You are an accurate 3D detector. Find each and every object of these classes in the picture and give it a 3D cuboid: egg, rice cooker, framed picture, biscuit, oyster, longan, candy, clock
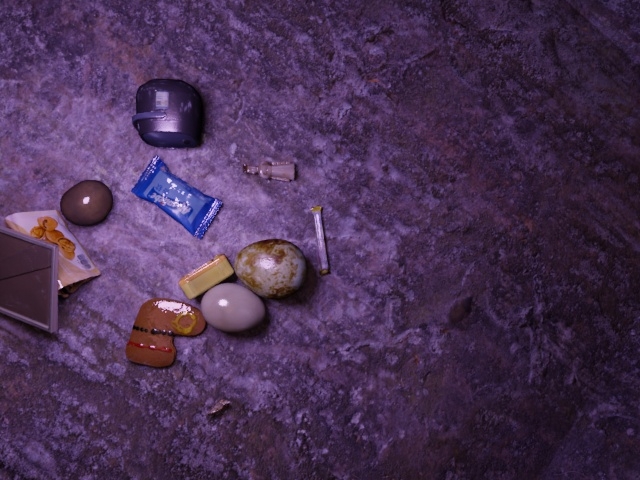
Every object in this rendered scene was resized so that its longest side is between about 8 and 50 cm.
[{"bbox_3d":[-0.336,0.263,1.643,0.253,0.188,0.189,13,85,-16],"label":"egg"},{"bbox_3d":[-0.578,-0.482,1.614,0.267,0.267,0.225,-1,86,-9],"label":"rice cooker"},{"bbox_3d":[-0.192,0.109,1.650,0.289,0.238,0.238,10,86,-1],"label":"egg"},{"bbox_3d":[-1.097,0.108,1.475,0.445,0.028,0.326,17,107,13],"label":"framed picture"},{"bbox_3d":[-0.606,0.370,1.662,0.262,0.052,0.277,20,84,-7],"label":"biscuit"},{"bbox_3d":[0.000,0.000,1.792,0.048,0.026,0.292,-7,88,-5],"label":"biscuit"},{"bbox_3d":[-0.406,0.657,1.674,0.083,0.081,0.038,-8,62,-41],"label":"oyster"},{"bbox_3d":[-0.877,-0.140,1.590,0.189,0.189,0.189,0,87,-9],"label":"longan"},{"bbox_3d":[-0.569,-0.172,1.688,0.331,0.077,0.187,34,89,-5],"label":"candy"},{"bbox_3d":[-0.444,0.137,1.654,0.202,0.143,0.096,-33,100,-10],"label":"clock"}]

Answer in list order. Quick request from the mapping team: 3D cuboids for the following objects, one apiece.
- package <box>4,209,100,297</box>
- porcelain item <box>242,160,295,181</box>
[{"bbox_3d":[-1.013,0.063,1.559,0.165,0.221,0.311,-36,93,12],"label":"package"},{"bbox_3d":[-0.215,-0.289,1.758,0.213,0.054,0.084,1,84,-10],"label":"porcelain item"}]
